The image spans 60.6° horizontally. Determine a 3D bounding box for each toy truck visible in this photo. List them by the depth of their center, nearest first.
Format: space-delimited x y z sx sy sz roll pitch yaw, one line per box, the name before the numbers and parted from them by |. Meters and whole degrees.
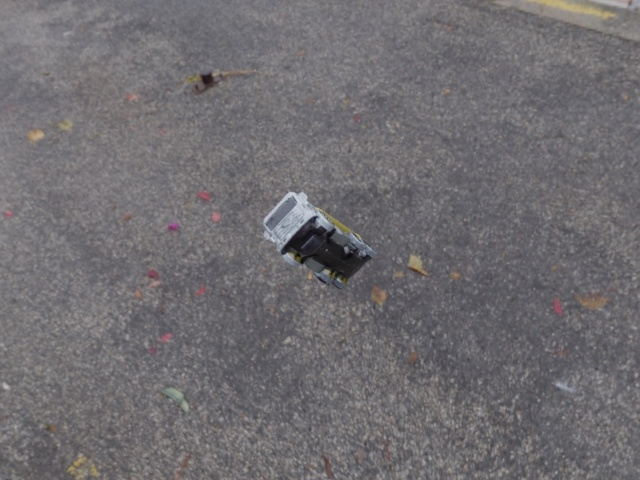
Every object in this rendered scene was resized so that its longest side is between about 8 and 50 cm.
toy truck | 0.000 0.000 0.501 0.052 0.123 0.063 -47 53 9
